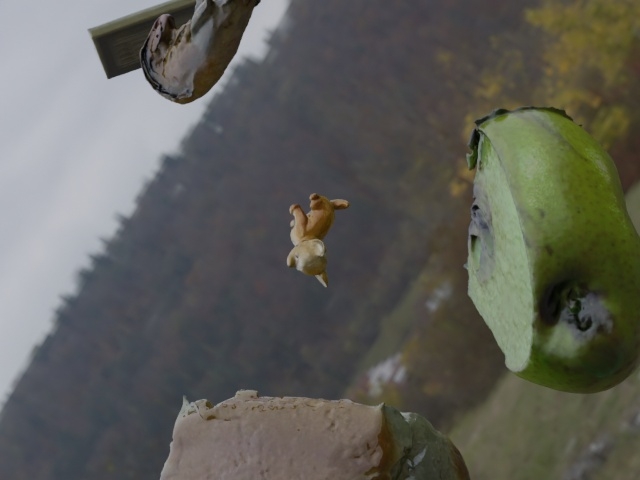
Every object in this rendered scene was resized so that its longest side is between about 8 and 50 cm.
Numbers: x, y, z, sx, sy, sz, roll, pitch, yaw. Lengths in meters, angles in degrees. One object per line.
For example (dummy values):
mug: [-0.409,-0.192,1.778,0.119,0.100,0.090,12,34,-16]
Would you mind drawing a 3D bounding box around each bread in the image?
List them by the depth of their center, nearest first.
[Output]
bread: [-0.002,0.287,1.568,0.225,0.279,0.250,48,-135,-54]

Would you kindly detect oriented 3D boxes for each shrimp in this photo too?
shrimp: [-0.144,-0.299,2.082,0.262,0.117,0.066,-62,-5,8]

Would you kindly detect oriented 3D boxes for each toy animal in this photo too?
toy animal: [0.000,0.000,1.665,0.060,0.081,0.083,93,160,-56]

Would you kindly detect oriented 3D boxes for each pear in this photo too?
pear: [0.253,0.016,1.647,0.255,0.164,0.238,-111,16,-55]

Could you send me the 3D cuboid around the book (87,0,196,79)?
book: [-0.217,-0.304,2.349,0.228,0.018,0.322,-20,-3,-6]
